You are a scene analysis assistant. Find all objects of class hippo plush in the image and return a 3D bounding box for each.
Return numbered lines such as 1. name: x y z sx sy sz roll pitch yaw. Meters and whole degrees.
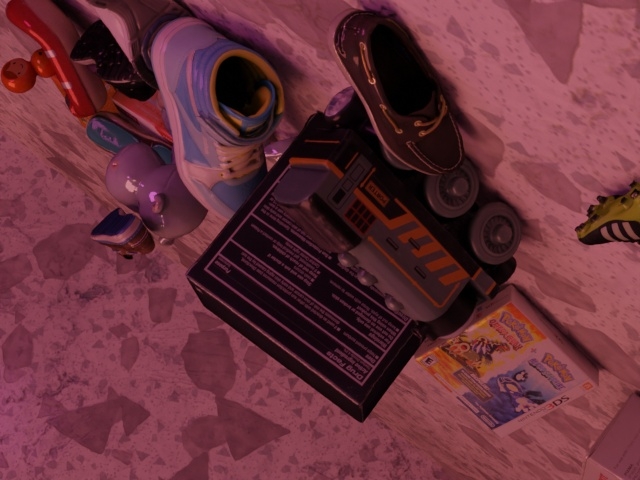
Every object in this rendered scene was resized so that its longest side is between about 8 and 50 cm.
1. hippo plush: -0.198 -0.100 1.848 0.294 0.236 0.234 34 166 16

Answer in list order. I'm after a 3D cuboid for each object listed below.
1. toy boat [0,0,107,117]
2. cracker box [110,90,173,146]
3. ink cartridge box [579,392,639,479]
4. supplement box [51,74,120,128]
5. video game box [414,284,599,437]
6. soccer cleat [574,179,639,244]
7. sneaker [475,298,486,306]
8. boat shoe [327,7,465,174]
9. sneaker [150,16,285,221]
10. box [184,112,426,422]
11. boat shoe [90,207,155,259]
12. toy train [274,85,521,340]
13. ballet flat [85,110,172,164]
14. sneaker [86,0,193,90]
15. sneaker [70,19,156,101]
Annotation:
1. toy boat: -0.474 -0.303 1.991 0.231 0.151 0.151 66 171 -30
2. cracker box: -0.276 -0.190 2.126 0.156 0.067 0.232 34 165 18
3. ink cartridge box: 0.549 0.381 1.723 0.306 0.131 0.226 35 167 20
4. supplement box: -0.442 -0.275 2.261 0.078 0.080 0.233 36 169 18
5. video game box: 0.275 0.183 1.726 0.205 0.187 0.048 42 -150 -19
6. soccer cleat: 0.312 -0.017 1.165 0.072 0.060 0.179 37 164 -3
7. sneaker: 0.201 0.115 1.865 0.283 0.110 0.122 3 131 57
8. boat shoe: 0.092 -0.149 1.249 0.228 0.081 0.069 49 167 -30
9. sneaker: -0.114 -0.134 1.577 0.208 0.127 0.319 31 148 52
10. box: 0.024 0.041 1.610 0.296 0.294 0.183 36 167 12
11. boat shoe: -0.303 -0.003 1.799 0.066 0.066 0.183 48 169 -20
12. toy train: 0.099 -0.027 1.407 0.334 0.190 0.142 45 166 -26
13. ballet flat: -0.299 -0.147 2.048 0.248 0.086 0.086 38 167 12
14. sneaker: -0.261 -0.328 1.604 0.129 0.111 0.297 48 175 48
15. sneaker: -0.288 -0.274 1.840 0.124 0.107 0.283 40 177 -31
